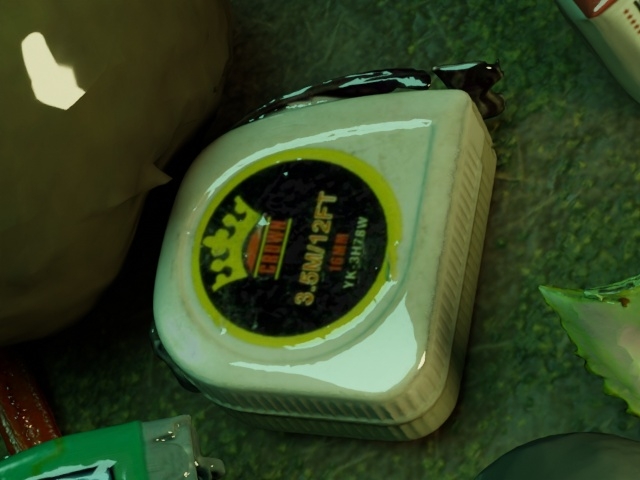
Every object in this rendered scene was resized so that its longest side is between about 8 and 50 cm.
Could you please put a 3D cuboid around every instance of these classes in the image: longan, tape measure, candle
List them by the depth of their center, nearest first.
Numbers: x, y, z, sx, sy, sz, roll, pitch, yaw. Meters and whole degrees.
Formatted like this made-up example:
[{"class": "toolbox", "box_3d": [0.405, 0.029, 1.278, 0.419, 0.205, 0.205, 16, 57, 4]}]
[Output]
[{"class": "tape measure", "box_3d": [0.000, 0.000, 1.299, 0.231, 0.133, 0.271, 4, 69, 21]}, {"class": "longan", "box_3d": [-0.257, -0.116, 1.307, 0.436, 0.404, 0.404, -34, 54, -16]}, {"class": "candle", "box_3d": [-0.239, 0.112, 1.420, 0.051, 0.048, 0.329, -44, 56, 20]}]

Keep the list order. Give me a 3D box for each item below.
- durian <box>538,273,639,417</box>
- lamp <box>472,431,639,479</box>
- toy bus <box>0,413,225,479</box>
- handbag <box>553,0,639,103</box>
[{"class": "durian", "box_3d": [0.327, 0.034, 1.085, 0.355, 0.169, 0.158, -24, 59, 22]}, {"class": "lamp", "box_3d": [0.115, 0.210, 1.138, 0.313, 0.182, 0.182, -7, 64, 48]}, {"class": "toy bus", "box_3d": [-0.137, 0.299, 1.176, 0.199, 0.183, 0.344, -10, 61, -2]}, {"class": "handbag", "box_3d": [0.283, -0.244, 1.233, 0.298, 0.171, 0.151, -38, 55, 9]}]
